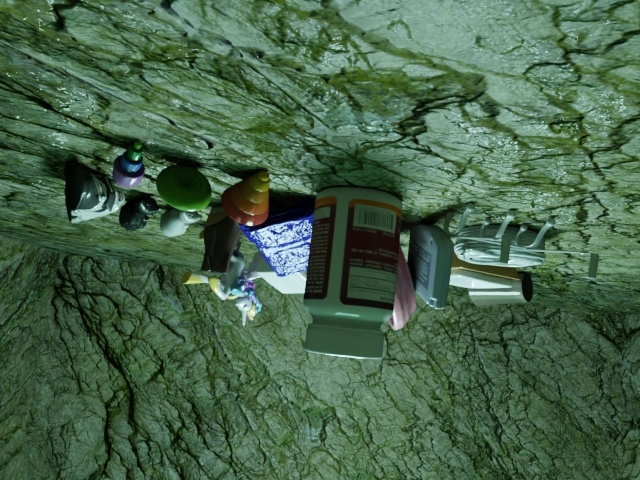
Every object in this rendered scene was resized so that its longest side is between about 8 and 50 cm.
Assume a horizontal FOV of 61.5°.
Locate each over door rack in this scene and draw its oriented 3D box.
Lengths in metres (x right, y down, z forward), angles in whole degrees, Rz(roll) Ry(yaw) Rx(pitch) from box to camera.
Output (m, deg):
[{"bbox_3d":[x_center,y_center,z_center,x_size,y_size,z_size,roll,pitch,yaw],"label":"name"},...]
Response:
[{"bbox_3d":[0.465,-0.013,1.276,0.240,0.108,0.324,9,-169,-11],"label":"over door rack"}]

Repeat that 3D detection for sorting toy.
[{"bbox_3d":[-0.260,-0.143,1.189,0.366,0.127,0.126,14,139,-26],"label":"sorting toy"}]

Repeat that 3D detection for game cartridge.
[{"bbox_3d":[0.302,0.056,1.506,0.060,0.196,0.294,-1,-169,-4],"label":"game cartridge"}]

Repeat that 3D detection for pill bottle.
[{"bbox_3d":[0.077,0.083,1.324,0.224,0.392,0.224,7,171,1],"label":"pill bottle"}]

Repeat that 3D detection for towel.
[{"bbox_3d":[-0.077,0.005,1.532,0.228,0.076,0.308,-12,150,9],"label":"towel"}]

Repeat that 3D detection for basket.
[{"bbox_3d":[0.792,0.209,2.351,0.227,0.154,0.204,-8,161,42],"label":"basket"}]

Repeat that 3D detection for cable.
[{"bbox_3d":[0.525,0.021,1.585,0.257,0.089,0.257,5,171,6],"label":"cable"}]

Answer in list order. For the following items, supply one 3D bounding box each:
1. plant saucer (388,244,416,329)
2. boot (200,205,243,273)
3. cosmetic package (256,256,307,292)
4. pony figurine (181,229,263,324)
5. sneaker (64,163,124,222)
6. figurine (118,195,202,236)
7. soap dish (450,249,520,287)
[{"bbox_3d":[0.213,0.102,1.637,0.084,0.332,0.332,-16,170,0],"label":"plant saucer"},{"bbox_3d":[-0.257,-0.003,1.591,0.248,0.206,0.090,-2,167,41],"label":"boot"},{"bbox_3d":[-0.081,0.078,1.796,0.184,0.151,0.151,-4,145,38],"label":"cosmetic package"},{"bbox_3d":[-0.329,0.108,2.074,0.303,0.351,0.363,-4,147,33],"label":"pony figurine"},{"bbox_3d":[-0.590,-0.129,1.415,0.146,0.122,0.330,-9,177,-26],"label":"sneaker"},{"bbox_3d":[-0.495,-0.080,1.682,0.215,0.092,0.209,11,165,-32],"label":"figurine"},{"bbox_3d":[0.530,0.097,1.936,0.291,0.118,0.229,11,169,-30],"label":"soap dish"}]
